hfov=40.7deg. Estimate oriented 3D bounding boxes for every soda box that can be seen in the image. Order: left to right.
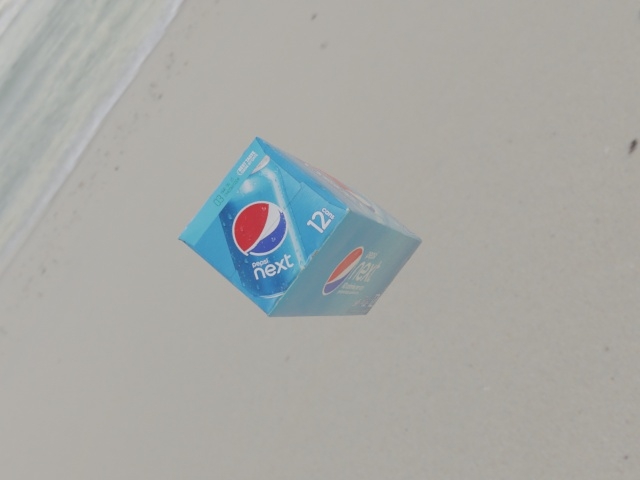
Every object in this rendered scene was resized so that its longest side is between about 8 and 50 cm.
[{"bbox_3d":[0.000,0.000,0.533,0.071,0.067,0.210,-53,-15,7],"label":"soda box"}]
